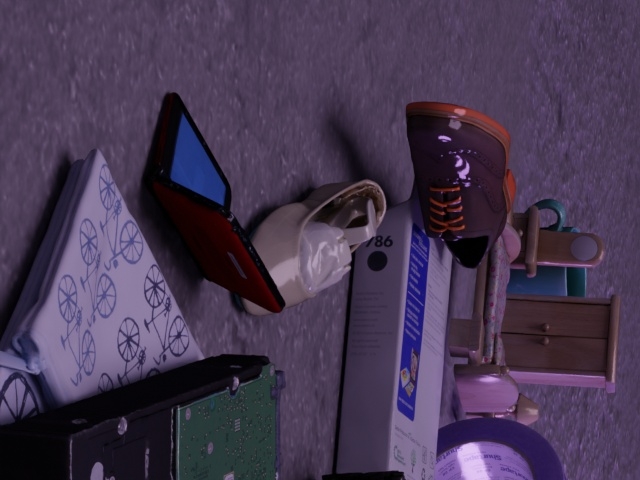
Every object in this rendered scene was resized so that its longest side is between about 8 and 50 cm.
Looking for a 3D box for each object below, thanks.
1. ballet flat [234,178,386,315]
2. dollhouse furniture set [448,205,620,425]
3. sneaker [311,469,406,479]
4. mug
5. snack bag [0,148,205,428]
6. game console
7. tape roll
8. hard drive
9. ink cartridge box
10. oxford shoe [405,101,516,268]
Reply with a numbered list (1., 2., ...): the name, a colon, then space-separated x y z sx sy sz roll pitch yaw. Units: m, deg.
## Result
1. ballet flat: 0.000 0.000 1.657 0.248 0.086 0.086 -47 133 -62
2. dollhouse furniture set: 0.261 0.050 2.159 0.355 0.174 0.303 69 26 -66
3. sneaker: 0.013 0.307 1.584 0.343 0.134 0.146 -27 107 -68
4. mug: 0.289 0.035 2.432 0.129 0.097 0.157 37 54 -65
5. snack bag: -0.157 0.164 1.285 0.323 0.037 0.342 70 28 -43
6. game console: -0.074 -0.029 1.457 0.085 0.124 0.144 -53 146 -18
7. tape roll: 0.172 0.285 1.966 0.080 0.189 0.189 70 28 -45
8. hard drive: -0.114 0.214 1.264 0.339 0.064 0.236 -14 106 -67
9. ink cartridge box: 0.081 0.095 1.907 0.165 0.065 0.332 44 50 -63
10. oxford shoe: 0.140 -0.054 1.845 0.271 0.097 0.098 51 49 -60
